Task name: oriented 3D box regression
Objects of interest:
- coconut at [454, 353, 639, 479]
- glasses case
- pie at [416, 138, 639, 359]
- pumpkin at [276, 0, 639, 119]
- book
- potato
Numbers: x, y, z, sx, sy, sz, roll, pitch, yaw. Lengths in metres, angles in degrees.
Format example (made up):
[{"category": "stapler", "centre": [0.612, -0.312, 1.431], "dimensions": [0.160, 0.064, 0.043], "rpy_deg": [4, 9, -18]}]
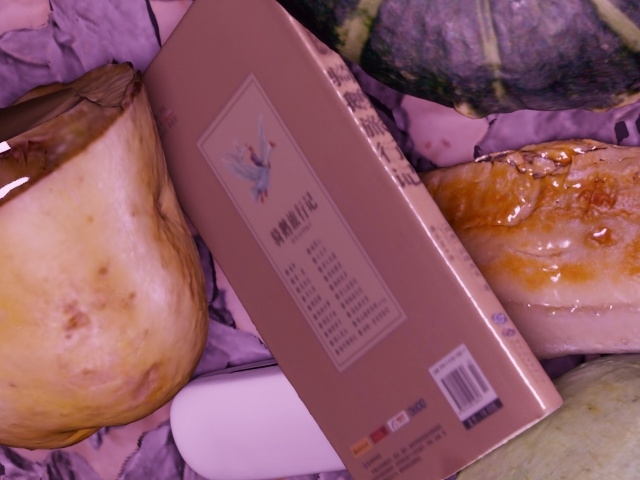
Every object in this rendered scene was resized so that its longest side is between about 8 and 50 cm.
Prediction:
[{"category": "coconut", "centre": [0.199, 0.210, 1.070], "dimensions": [0.281, 0.328, 0.328], "rpy_deg": [-1, 113, -10]}, {"category": "glasses case", "centre": [-0.008, 0.112, 1.233], "dimensions": [0.193, 0.049, 0.074], "rpy_deg": [-12, 105, 24]}, {"category": "pie", "centre": [0.152, 0.005, 1.104], "dimensions": [0.282, 0.068, 0.128], "rpy_deg": [-4, 68, 28]}, {"category": "pumpkin", "centre": [0.094, -0.220, 0.953], "dimensions": [0.323, 0.241, 0.323], "rpy_deg": [9, 114, 20]}, {"category": "book", "centre": [0.000, 0.000, 1.112], "dimensions": [0.310, 0.021, 0.217], "rpy_deg": [58, 148, 7]}, {"category": "potato", "centre": [-0.174, 0.025, 1.173], "dimensions": [0.285, 0.242, 0.242], "rpy_deg": [-15, 104, 43]}]
